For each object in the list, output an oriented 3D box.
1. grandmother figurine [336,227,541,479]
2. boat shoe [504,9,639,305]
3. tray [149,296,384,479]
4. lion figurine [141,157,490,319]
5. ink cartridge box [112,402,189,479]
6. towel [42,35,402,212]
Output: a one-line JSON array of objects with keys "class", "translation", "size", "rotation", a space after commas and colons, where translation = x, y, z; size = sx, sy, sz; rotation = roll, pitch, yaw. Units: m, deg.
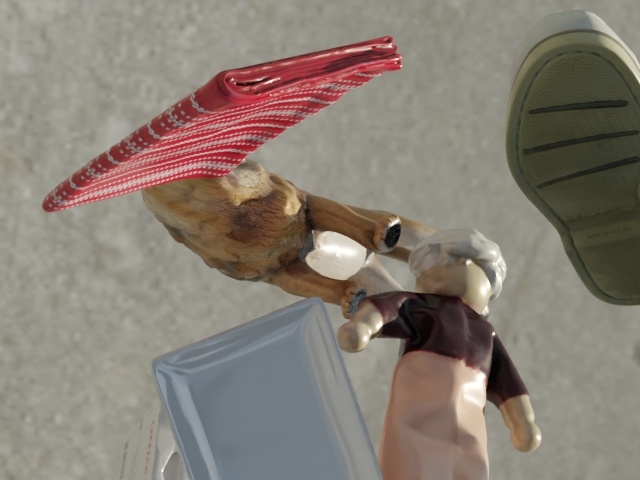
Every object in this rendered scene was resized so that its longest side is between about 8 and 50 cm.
[{"class": "grandmother figurine", "translation": [0.101, 0.119, 1.610], "size": [0.208, 0.104, 0.342], "rotation": [38, 42, -24]}, {"class": "boat shoe", "translation": [0.201, -0.073, 1.348], "size": [0.302, 0.113, 0.103], "rotation": [65, 23, -51]}, {"class": "tray", "translation": [-0.027, 0.189, 1.435], "size": [0.145, 0.030, 0.270], "rotation": [-21, 102, -13]}, {"class": "lion figurine", "translation": [0.000, 0.000, 1.796], "size": [0.392, 0.240, 0.142], "rotation": [30, 82, -58]}, {"class": "ink cartridge box", "translation": [-0.168, 0.280, 2.021], "size": [0.092, 0.219, 0.160], "rotation": [11, 71, -16]}, {"class": "towel", "translation": [-0.081, -0.089, 1.486], "size": [0.198, 0.275, 0.031], "rotation": [-16, 82, -42]}]
